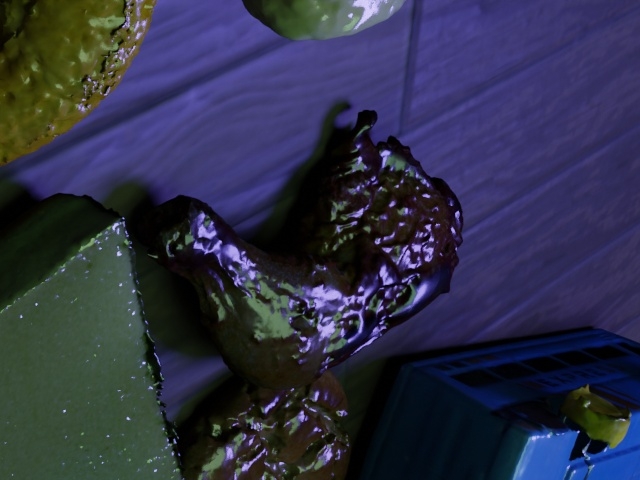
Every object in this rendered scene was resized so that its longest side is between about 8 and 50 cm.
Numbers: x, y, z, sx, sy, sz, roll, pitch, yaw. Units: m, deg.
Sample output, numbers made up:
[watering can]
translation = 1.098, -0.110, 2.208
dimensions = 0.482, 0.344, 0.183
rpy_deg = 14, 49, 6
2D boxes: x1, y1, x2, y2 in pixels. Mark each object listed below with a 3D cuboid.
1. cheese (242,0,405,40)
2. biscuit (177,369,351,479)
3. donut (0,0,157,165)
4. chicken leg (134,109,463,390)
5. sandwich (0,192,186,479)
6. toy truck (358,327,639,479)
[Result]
[cheese]
translation = 0.009, -0.207, 1.106
dimensions = 0.123, 0.094, 0.167
rpy_deg = -45, 151, -41
[biscuit]
translation = -0.052, 0.187, 1.381
dimensions = 0.226, 0.042, 0.226
rpy_deg = -36, 140, -37
[donut]
translation = -0.177, -0.138, 0.796
dimensions = 0.253, 0.118, 0.253
rpy_deg = -4, 121, -7
[chicken leg]
translation = -0.002, 0.012, 1.290
dimensions = 0.322, 0.083, 0.177
rpy_deg = -26, 126, -45
[sandwich]
translation = -0.188, 0.113, 1.117
dimensions = 0.212, 0.063, 0.245
rpy_deg = -38, 142, -27
[toy truck]
translation = 0.197, 0.166, 1.607
dimensions = 0.385, 0.162, 0.161
rpy_deg = -5, 119, -55
